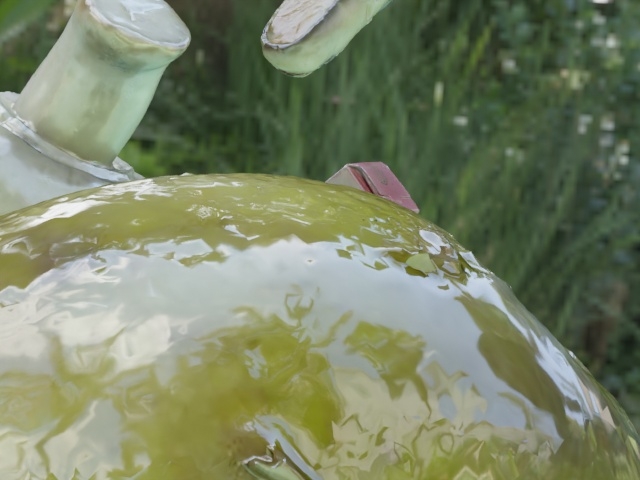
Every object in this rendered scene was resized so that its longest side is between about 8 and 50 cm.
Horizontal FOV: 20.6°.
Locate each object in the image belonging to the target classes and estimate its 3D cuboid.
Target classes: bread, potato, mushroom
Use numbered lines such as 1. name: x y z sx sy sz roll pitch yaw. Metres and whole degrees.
1. bread: 0.033 -0.192 1.284 0.073 0.214 0.053 7 -41 45
2. potato: -0.003 0.160 0.796 0.319 0.385 0.442 -22 -34 12
3. mushroom: -0.258 -0.037 1.588 0.315 0.315 0.356 8 -20 -37

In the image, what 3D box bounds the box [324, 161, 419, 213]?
1. box: 0.000 0.000 1.458 0.156 0.060 0.111 -41 -9 15
